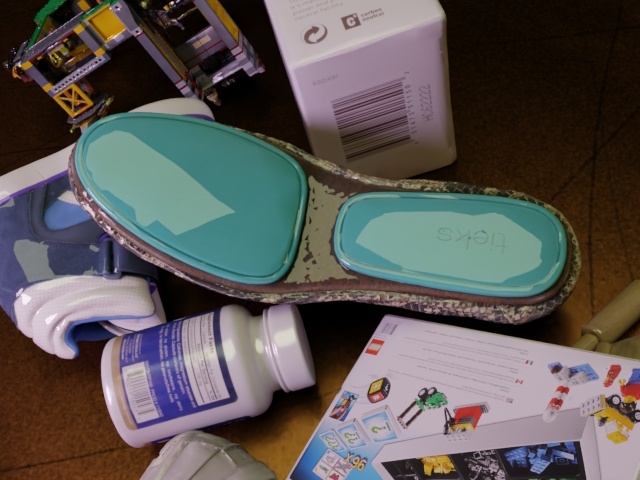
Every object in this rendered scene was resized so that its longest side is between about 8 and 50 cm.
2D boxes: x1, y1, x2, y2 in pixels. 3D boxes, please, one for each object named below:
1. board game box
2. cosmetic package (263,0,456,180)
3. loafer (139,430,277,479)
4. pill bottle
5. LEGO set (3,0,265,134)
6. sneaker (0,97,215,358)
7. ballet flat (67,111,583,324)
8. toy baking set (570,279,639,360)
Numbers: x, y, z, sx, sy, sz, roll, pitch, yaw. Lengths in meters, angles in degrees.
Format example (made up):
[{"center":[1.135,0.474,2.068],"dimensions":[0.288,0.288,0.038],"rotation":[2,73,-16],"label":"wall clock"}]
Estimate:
[{"center":[0.123,0.167,0.641],"dimensions":[0.305,0.053,0.193],"rotation":[6,55,51],"label":"board game box"},{"center":[0.010,-0.300,0.947],"dimensions":[0.161,0.230,0.453],"rotation":[-18,56,1],"label":"cosmetic package"},{"center":[-0.146,0.312,0.658],"dimensions":[0.111,0.112,0.319],"rotation":[13,61,30],"label":"loafer"},{"center":[-0.105,0.124,0.769],"dimensions":[0.186,0.112,0.112],"rotation":[-16,55,3],"label":"pill bottle"},{"center":[-0.216,-0.256,1.029],"dimensions":[0.331,0.192,0.255],"rotation":[-32,36,10],"label":"LEGO set"},{"center":[-0.206,-0.003,0.891],"dimensions":[0.323,0.130,0.236],"rotation":[-30,77,-27],"label":"sneaker"},{"center":[0.000,0.000,0.778],"dimensions":[0.482,0.182,0.164],"rotation":[12,73,5],"label":"ballet flat"},{"center":[0.336,0.061,0.687],"dimensions":[0.256,0.030,0.197],"rotation":[-36,16,-27],"label":"toy baking set"}]
